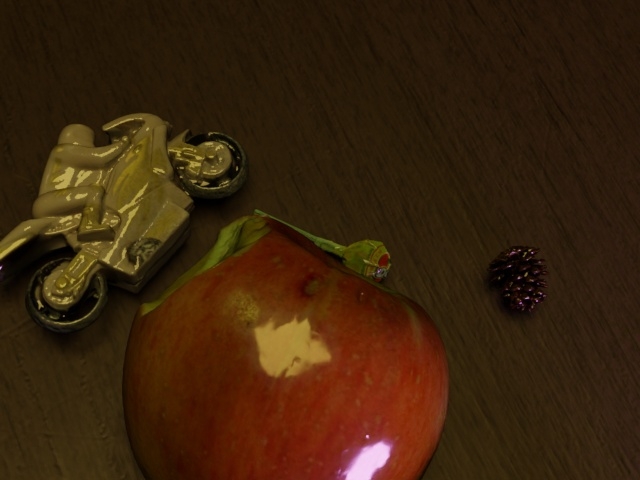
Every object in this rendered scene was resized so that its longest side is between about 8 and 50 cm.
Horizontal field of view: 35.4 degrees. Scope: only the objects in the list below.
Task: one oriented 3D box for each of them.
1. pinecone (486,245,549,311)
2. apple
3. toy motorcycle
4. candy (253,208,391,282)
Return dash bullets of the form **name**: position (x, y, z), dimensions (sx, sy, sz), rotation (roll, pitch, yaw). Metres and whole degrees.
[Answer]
- **pinecone**: position (0.251, 0.046, 1.253), dimensions (0.077, 0.077, 0.083), rotation (-23, 73, -14)
- **apple**: position (-0.042, 0.153, 1.039), dimensions (0.339, 0.339, 0.339), rotation (2, 65, -4)
- **toy motorcycle**: position (-0.263, -0.049, 1.236), dimensions (0.223, 0.108, 0.341), rotation (37, 66, 12)
- **candy**: position (0.000, 0.000, 1.273), dimensions (0.194, 0.062, 0.058), rotation (25, 110, 16)
